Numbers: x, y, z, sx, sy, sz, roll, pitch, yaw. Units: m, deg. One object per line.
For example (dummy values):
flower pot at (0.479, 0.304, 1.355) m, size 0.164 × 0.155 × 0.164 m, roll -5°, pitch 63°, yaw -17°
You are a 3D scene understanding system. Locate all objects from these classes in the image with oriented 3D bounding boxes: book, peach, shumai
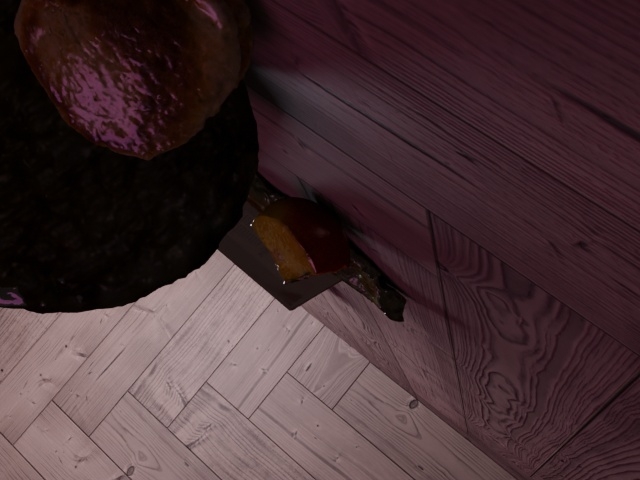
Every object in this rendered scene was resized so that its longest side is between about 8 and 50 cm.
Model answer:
book at (-0.112, 0.001, 1.531) m, size 0.310 × 0.021 × 0.217 m, roll 42°, pitch 139°, yaw -13°
peach at (-0.024, -0.003, 1.166) m, size 0.151 × 0.118 × 0.151 m, roll 58°, pitch -169°, yaw -17°
shumai at (-0.294, -0.122, 0.887) m, size 0.395 × 0.395 × 0.348 m, roll 42°, pitch 170°, yaw -19°

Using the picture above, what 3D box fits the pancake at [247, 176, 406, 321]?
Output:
pancake at (-0.003, 0.004, 1.321) m, size 0.376 × 0.054 × 0.197 m, roll 37°, pitch 171°, yaw 10°

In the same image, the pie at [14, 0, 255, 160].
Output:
pie at (-0.156, -0.166, 0.666) m, size 0.179 × 0.205 × 0.084 m, roll 48°, pitch -152°, yaw -23°
